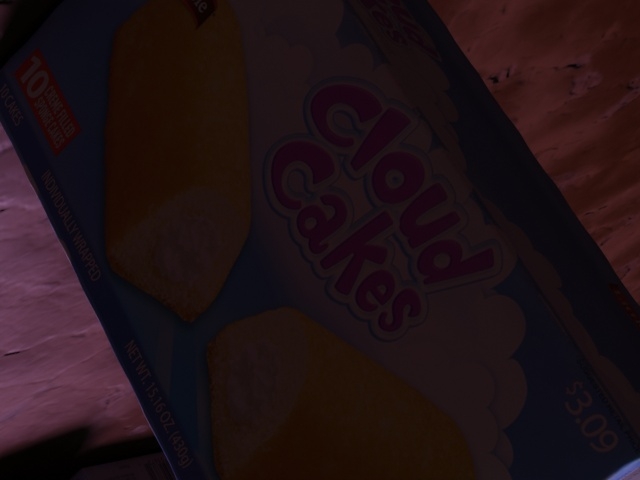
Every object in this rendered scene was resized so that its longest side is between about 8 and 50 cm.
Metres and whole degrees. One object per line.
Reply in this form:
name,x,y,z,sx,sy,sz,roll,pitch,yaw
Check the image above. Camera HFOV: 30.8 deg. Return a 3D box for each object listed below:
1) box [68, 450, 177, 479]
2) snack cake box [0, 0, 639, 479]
box,-0.180,0.249,1.006,0.126,0.072,0.137,-1,145,-51
snack cake box,0.000,0.000,0.427,0.152,0.264,0.089,-41,156,25
